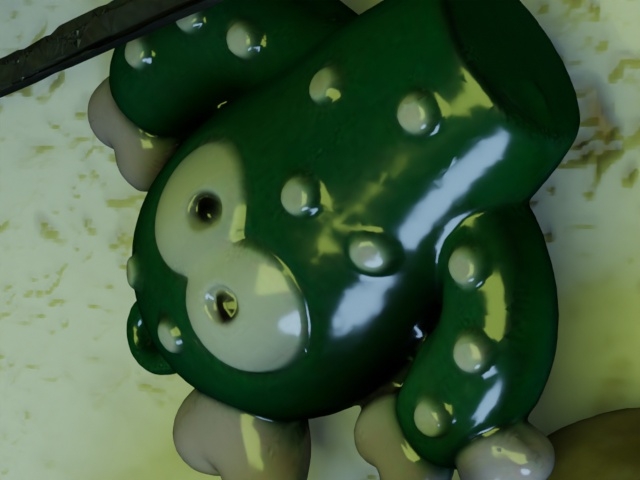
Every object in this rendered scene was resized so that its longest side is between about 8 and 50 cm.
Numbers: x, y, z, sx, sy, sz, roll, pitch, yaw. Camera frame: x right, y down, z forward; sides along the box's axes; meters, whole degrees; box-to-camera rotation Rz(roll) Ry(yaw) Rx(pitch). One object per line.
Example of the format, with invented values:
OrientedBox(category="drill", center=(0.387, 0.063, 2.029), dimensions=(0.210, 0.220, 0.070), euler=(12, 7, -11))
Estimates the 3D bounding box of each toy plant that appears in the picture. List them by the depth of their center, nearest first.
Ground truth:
OrientedBox(category="toy plant", center=(-0.003, -0.004, 0.689), dimensions=(0.243, 0.113, 0.232), euler=(-7, 89, 40))

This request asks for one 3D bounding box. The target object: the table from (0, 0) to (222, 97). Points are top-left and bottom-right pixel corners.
OrientedBox(category="table", center=(-0.228, -0.147, 0.638), dimensions=(0.335, 0.272, 0.222), euler=(-14, 91, 44))

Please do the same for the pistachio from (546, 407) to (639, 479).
OrientedBox(category="pistachio", center=(0.093, 0.149, 0.671), dimensions=(0.108, 0.126, 0.185), euler=(25, 91, -24))
